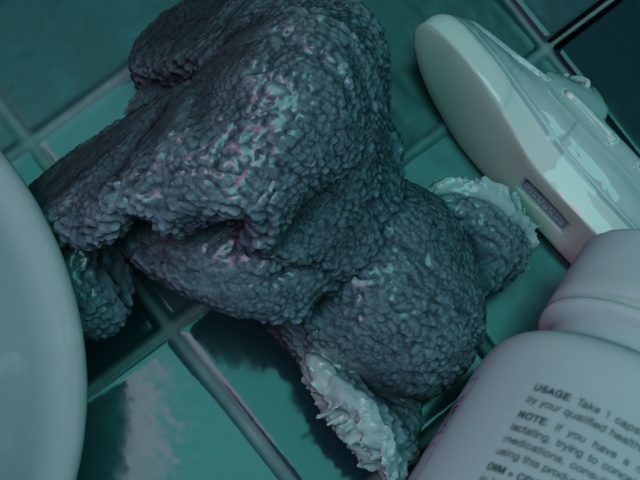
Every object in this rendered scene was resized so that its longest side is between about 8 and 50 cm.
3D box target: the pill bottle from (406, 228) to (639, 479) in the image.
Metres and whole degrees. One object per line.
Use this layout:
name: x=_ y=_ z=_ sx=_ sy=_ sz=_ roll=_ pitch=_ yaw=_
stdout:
pill bottle: x=0.114 y=0.144 z=0.821 sx=0.160 sy=0.160 sz=0.283 roll=33 pitch=69 yaw=3

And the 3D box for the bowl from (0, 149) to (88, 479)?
bowl: x=-0.262 y=0.066 z=0.784 sx=0.298 sy=0.134 sz=0.298 roll=2 pitch=95 yaw=23

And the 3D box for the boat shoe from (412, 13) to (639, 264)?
boat shoe: x=0.125 y=-0.052 z=0.922 sx=0.063 sy=0.066 sz=0.184 roll=-40 pitch=81 yaw=-22

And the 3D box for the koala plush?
koala plush: x=0.000 y=0.000 z=0.853 sx=0.221 sy=0.203 sz=0.196 roll=46 pitch=58 yaw=-21
